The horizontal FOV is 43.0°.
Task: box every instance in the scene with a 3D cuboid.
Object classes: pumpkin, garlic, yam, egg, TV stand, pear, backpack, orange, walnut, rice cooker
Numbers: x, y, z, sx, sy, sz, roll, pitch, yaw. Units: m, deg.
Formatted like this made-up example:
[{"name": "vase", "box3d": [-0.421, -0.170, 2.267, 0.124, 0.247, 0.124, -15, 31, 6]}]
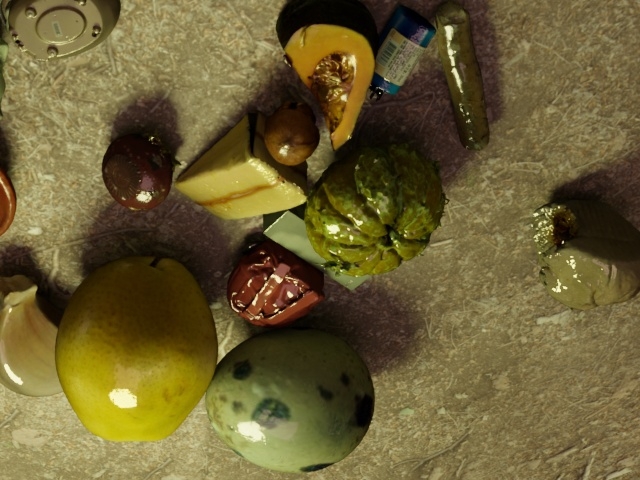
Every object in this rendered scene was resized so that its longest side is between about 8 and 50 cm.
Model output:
[{"name": "pumpkin", "box3d": [-0.007, -0.317, 1.502, 0.190, 0.139, 0.280, 10, 125, -18]}, {"name": "garlic", "box3d": [-0.672, 0.226, 1.896, 0.340, 0.231, 0.245, 36, 74, -47]}, {"name": "yam", "box3d": [0.278, -0.313, 1.579, 0.071, 0.067, 0.317, -15, 131, 7]}, {"name": "egg", "box3d": [-0.069, 0.375, 1.925, 0.428, 0.345, 0.345, 10, 132, -43]}, {"name": "TV stand", "box3d": [0.000, 0.000, 1.805, 0.269, 0.082, 0.088, 34, 121, -29]}, {"name": "pear", "box3d": [-0.401, 0.235, 1.774, 0.363, 0.362, 0.418, 6, 107, -11]}, {"name": "backpack", "box3d": [-0.108, 0.109, 1.846, 0.229, 0.139, 0.229, -3, 129, -3]}, {"name": "orange", "box3d": [0.105, -0.073, 1.660, 0.300, 0.223, 0.301, 2, 132, -36]}, {"name": "walnut", "box3d": [-0.052, -0.205, 1.533, 0.116, 0.207, 0.115, 1, 105, 5]}, {"name": "rice cooker", "box3d": [-0.449, -0.392, 1.405, 0.206, 0.127, 0.145, -20, 128, 0]}]

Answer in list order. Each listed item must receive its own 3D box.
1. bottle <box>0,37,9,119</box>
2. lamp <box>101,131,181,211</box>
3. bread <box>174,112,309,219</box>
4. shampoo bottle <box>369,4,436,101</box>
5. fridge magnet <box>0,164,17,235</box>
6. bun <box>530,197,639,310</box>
[{"name": "bottle", "box3d": [-0.664, -0.329, 1.383, 0.229, 0.229, 0.351, -11, 135, 4]}, {"name": "lamp", "box3d": [-0.357, -0.138, 1.628, 0.157, 0.135, 0.156, -1, 103, 29]}, {"name": "bread", "box3d": [-0.164, -0.102, 1.651, 0.264, 0.163, 0.168, -39, 124, 25]}, {"name": "shampoo bottle", "box3d": [0.138, -0.346, 1.540, 0.087, 0.050, 0.183, 35, 123, 2]}, {"name": "fridge magnet", "box3d": [-0.785, -0.097, 1.589, 0.364, 0.155, 0.363, 1, 138, 1]}, {"name": "bun", "box3d": [0.585, 0.044, 1.778, 0.282, 0.281, 0.204, 6, 130, -10]}]
